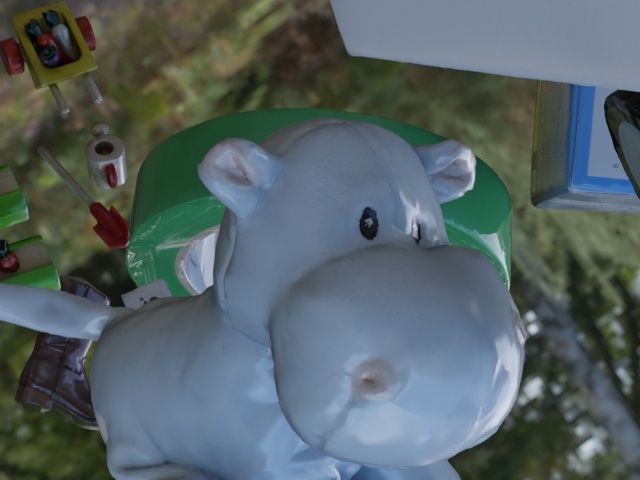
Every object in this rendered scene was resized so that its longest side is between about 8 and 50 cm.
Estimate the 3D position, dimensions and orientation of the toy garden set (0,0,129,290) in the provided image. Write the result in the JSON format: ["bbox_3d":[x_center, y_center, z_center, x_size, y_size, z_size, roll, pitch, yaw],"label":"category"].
[{"bbox_3d":[-0.228,-0.067,1.284,0.203,0.244,0.049,-19,145,-15],"label":"toy garden set"}]

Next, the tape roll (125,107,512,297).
[{"bbox_3d":[0.000,0.000,1.552,0.321,0.321,0.077,-34,-137,53],"label":"tape roll"}]

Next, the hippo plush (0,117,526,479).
[{"bbox_3d":[0.012,0.054,0.904,0.234,0.294,0.236,2,134,-39],"label":"hippo plush"}]

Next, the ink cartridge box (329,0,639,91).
[{"bbox_3d":[0.145,-0.135,0.475,0.278,0.117,0.201,-20,-166,-17],"label":"ink cartridge box"}]

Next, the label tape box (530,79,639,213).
[{"bbox_3d":[0.247,-0.151,1.547,0.115,0.249,0.347,4,179,2],"label":"label tape box"}]

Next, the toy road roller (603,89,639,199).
[{"bbox_3d":[0.284,0.029,0.739,0.202,0.241,0.329,-31,-138,-4],"label":"toy road roller"}]

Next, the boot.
[{"bbox_3d":[-0.183,0.090,1.477,0.037,0.106,0.114,-12,-122,55],"label":"boot"}]
